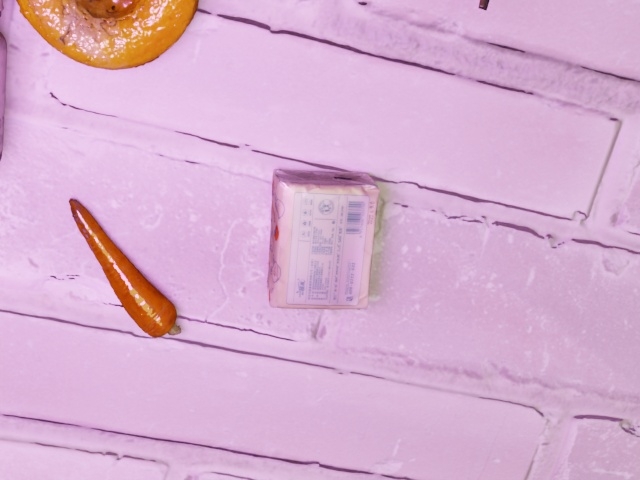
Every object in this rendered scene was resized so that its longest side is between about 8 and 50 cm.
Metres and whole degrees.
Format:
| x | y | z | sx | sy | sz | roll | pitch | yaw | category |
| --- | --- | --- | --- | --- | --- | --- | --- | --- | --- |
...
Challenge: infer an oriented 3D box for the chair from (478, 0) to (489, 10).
| x | y | z | sx | sy | sz | roll | pitch | yaw | category |
| --- | --- | --- | --- | --- | --- | --- | --- | --- | --- |
| 0.207 | -0.467 | 1.250 | 0.188 | 0.166 | 0.272 | 25 | 62 | -14 | chair |

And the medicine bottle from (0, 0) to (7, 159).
| x | y | z | sx | sy | sz | roll | pitch | yaw | category |
| --- | --- | --- | --- | --- | --- | --- | --- | --- | --- |
| -0.484 | -0.229 | 1.230 | 0.165 | 0.165 | 0.273 | 5 | 109 | -9 | medicine bottle |

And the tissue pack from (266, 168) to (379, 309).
| x | y | z | sx | sy | sz | roll | pitch | yaw | category |
| --- | --- | --- | --- | --- | --- | --- | --- | --- | --- |
| 0.000 | 0.000 | 1.413 | 0.148 | 0.092 | 0.196 | 2 | 108 | -9 | tissue pack |

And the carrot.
| x | y | z | sx | sy | sz | roll | pitch | yaw | category |
| --- | --- | --- | --- | --- | --- | --- | --- | --- | --- |
| -0.292 | 0.047 | 1.412 | 0.061 | 0.061 | 0.256 | -36 | 107 | 6 | carrot |

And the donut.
| x | y | z | sx | sy | sz | roll | pitch | yaw | category |
| --- | --- | --- | --- | --- | --- | --- | --- | --- | --- |
| -0.275 | -0.337 | 1.254 | 0.253 | 0.118 | 0.253 | -9 | 121 | -16 | donut |
